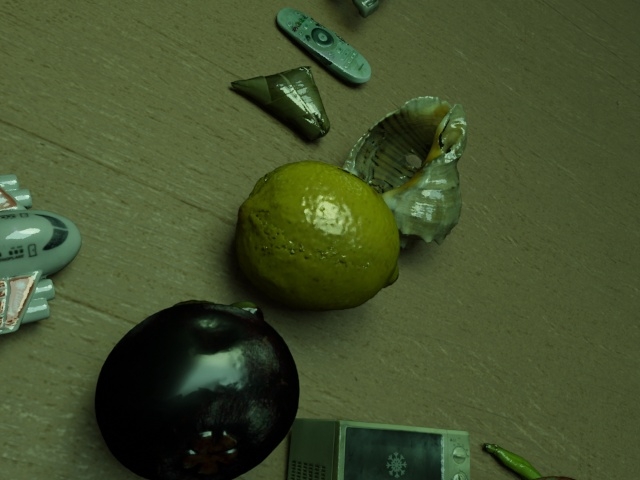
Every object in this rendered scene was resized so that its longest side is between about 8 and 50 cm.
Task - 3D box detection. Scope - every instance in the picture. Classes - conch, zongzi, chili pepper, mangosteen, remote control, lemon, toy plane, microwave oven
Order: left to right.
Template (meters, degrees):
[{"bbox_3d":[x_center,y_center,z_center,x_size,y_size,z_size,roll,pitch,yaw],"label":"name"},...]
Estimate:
[{"bbox_3d":[-0.462,0.012,0.802,0.252,0.118,0.252,14,62,-28],"label":"toy plane"},{"bbox_3d":[-0.174,0.192,0.829,0.275,0.275,0.302,14,26,-25],"label":"mangosteen"},{"bbox_3d":[-0.076,-0.272,1.193,0.176,0.078,0.160,-17,78,-25],"label":"zongzi"},{"bbox_3d":[0.000,0.000,0.994,0.310,0.258,0.258,22,58,-17],"label":"lemon"},{"bbox_3d":[0.009,-0.449,1.342,0.256,0.045,0.097,37,53,-7],"label":"remote control"},{"bbox_3d":[0.086,0.363,0.919,0.240,0.194,0.145,13,67,-25],"label":"microwave oven"},{"bbox_3d":[0.180,-0.136,1.209,0.263,0.186,0.324,25,83,-4],"label":"conch"},{"bbox_3d":[0.405,0.464,1.156,0.049,0.043,0.208,-44,88,-12],"label":"chili pepper"}]

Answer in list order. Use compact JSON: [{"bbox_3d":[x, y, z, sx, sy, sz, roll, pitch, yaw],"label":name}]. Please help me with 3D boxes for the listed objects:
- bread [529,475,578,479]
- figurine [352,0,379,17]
[{"bbox_3d":[0.309,0.514,0.911,0.328,0.295,0.114,-29,85,-30],"label":"bread"},{"bbox_3d":[0.077,-0.699,1.424,0.285,0.167,0.342,9,84,-18],"label":"figurine"}]
